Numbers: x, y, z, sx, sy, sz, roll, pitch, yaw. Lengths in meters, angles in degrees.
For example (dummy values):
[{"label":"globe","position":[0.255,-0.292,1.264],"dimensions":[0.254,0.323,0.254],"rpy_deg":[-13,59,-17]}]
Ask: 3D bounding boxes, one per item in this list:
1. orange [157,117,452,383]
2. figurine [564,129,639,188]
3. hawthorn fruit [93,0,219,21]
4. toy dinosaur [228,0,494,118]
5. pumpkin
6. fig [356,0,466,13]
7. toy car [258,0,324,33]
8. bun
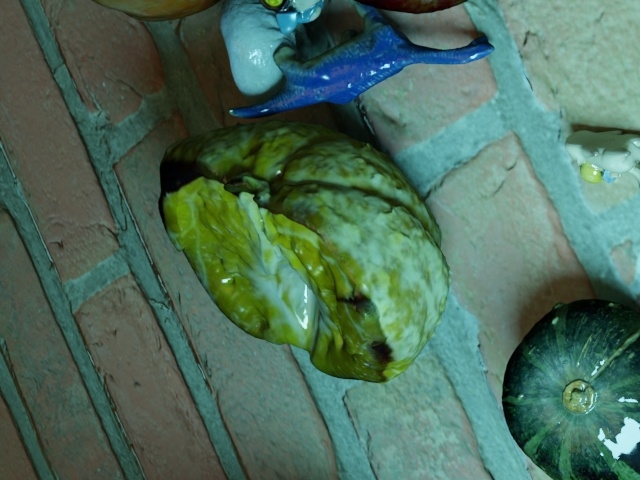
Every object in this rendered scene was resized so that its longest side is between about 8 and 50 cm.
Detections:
[{"label":"orange","position":[0.000,0.000,1.603],"dimensions":[0.368,0.210,0.271],"rpy_deg":[27,141,37]},{"label":"figurine","position":[0.270,-0.073,1.414],"dimensions":[0.083,0.047,0.050],"rpy_deg":[16,127,48]},{"label":"hawthorn fruit","position":[-0.158,-0.331,1.663],"dimensions":[0.251,0.199,0.199],"rpy_deg":[11,114,32]},{"label":"toy dinosaur","position":[0.037,-0.165,1.543],"dimensions":[0.188,0.247,0.075],"rpy_deg":[49,171,50]},{"label":"pumpkin","position":[0.265,0.151,1.427],"dimensions":[0.190,0.146,0.190],"rpy_deg":[-15,66,38]},{"label":"fig","position":[0.063,-0.371,1.446],"dimensions":[0.321,0.217,0.217],"rpy_deg":[-105,31,-41]},{"label":"toy car","position":[-0.011,-0.304,1.569],"dimensions":[0.098,0.126,0.161],"rpy_deg":[0,112,31]},{"label":"bun","position":[-0.056,-0.217,1.651],"dimensions":[0.083,0.141,0.141],"rpy_deg":[-17,93,16]}]
